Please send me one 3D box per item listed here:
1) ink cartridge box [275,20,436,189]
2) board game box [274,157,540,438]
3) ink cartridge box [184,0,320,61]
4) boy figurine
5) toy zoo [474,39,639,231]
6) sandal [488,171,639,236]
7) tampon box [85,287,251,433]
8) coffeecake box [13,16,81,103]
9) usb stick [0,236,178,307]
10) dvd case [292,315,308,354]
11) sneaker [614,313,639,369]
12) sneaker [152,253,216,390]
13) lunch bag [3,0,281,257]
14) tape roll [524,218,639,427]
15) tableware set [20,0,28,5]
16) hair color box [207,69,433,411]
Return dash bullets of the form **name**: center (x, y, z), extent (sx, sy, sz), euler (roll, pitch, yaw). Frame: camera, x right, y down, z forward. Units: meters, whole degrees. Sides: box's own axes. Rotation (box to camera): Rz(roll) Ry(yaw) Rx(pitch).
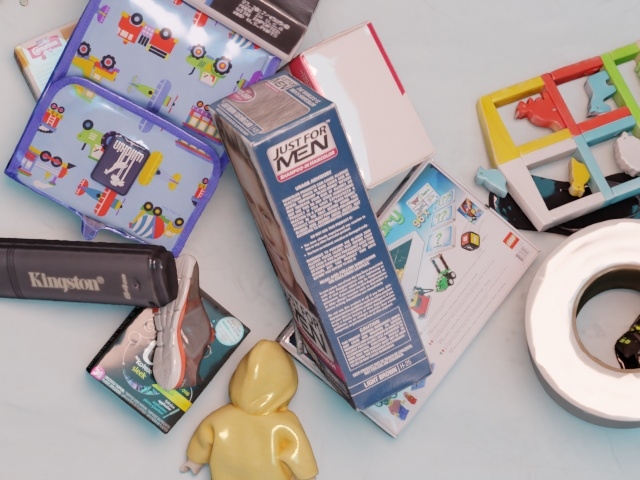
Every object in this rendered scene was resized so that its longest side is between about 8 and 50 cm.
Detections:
- **ink cartridge box**: center (0.024, -0.144, 1.665), extent (0.100, 0.237, 0.172), euler (-28, 94, -15)
- **board game box**: center (0.111, 0.070, 1.768), extent (0.193, 0.053, 0.305), euler (40, 81, -7)
- **ink cartridge box**: center (-0.121, -0.377, 1.629), extent (0.304, 0.072, 0.307), euler (29, 40, -9)
- **boy figurine**: center (-0.085, 0.261, 1.692), extent (0.177, 0.092, 0.285), euler (1, 87, 20)
- **toy zoo**: center (0.331, -0.131, 1.805), extent (0.293, 0.030, 0.192), euler (-20, 73, -12)
- **sandal**: center (0.347, -0.041, 1.823), extent (0.255, 0.054, 0.097), euler (-1, 88, -12)
- **tampon box**: center (-0.184, 0.130, 1.677), extent (0.120, 0.101, 0.161), euler (40, 80, -9)
- **coffeecake box**: center (-0.265, -0.174, 1.687), extent (0.142, 0.068, 0.185), euler (-27, 94, -13)
- **usb stick**: center (-0.294, 0.036, 1.613), extent (0.278, 0.045, 0.077), euler (2, 110, 22)
- **dvd case**: center (0.025, 0.090, 1.715), extent (0.119, 0.013, 0.087), euler (-6, 88, -10)
- **sneaker**: center (0.427, 0.130, 1.828), extent (0.078, 0.067, 0.188), euler (14, 88, -18)
- **sneaker**: center (-0.153, 0.095, 1.614), extent (0.065, 0.061, 0.158), euler (9, 87, -38)
- **lunch bag**: center (-0.212, -0.137, 1.614), extent (0.221, 0.138, 0.293), euler (26, 93, -14)
- **tape roll**: center (0.375, 0.107, 1.728), extent (0.246, 0.169, 0.246), euler (-2, 79, 8)
- **tableware set**: center (-0.410, -0.384, 1.678), extent (0.128, 0.039, 0.194), euler (3, 87, -12)
- **hair color box**: center (0.000, 0.000, 1.560), extent (0.105, 0.174, 0.347), euler (-26, 115, -11)
